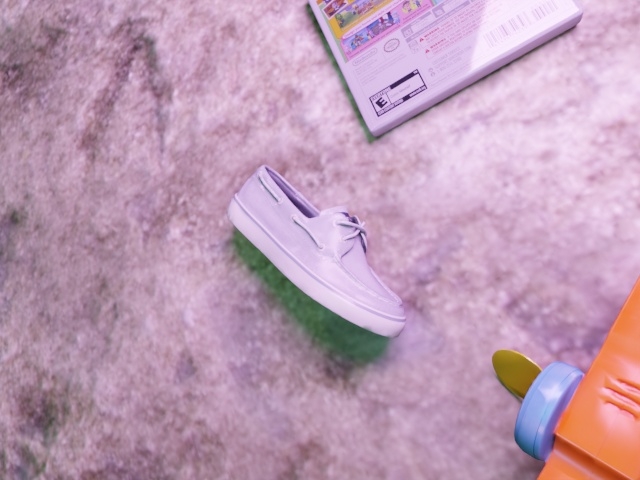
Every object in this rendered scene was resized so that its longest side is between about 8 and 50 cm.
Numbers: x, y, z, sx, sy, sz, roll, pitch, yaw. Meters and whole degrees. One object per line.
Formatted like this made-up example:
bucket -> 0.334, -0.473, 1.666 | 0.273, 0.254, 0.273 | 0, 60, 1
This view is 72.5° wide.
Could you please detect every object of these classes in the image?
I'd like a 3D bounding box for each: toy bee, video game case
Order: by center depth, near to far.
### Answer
toy bee -> 0.194, 0.160, 0.318 | 0.298, 0.162, 0.195 | -36, 41, 2
video game case -> 0.108, -0.239, 0.440 | 0.212, 0.023, 0.193 | -27, 76, 18

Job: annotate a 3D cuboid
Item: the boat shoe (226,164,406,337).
boat shoe -> 0.000, 0.000, 0.429 | 0.227, 0.079, 0.081 | 38, 103, 24
